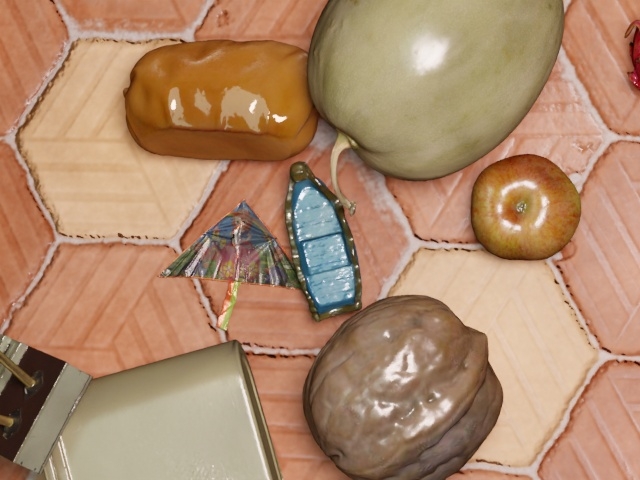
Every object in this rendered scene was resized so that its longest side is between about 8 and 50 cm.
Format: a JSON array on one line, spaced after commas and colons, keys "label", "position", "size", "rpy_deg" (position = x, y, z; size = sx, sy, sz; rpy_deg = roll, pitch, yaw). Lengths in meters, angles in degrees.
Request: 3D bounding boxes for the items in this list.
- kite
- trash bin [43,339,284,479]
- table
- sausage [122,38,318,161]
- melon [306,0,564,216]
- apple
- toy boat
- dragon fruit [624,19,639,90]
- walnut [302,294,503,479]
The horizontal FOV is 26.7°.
[{"label": "kite", "position": [-0.102, 0.029, 1.606], "size": [0.190, 0.010, 0.159], "rpy_deg": [4, 85, 10]}, {"label": "trash bin", "position": [-0.179, 0.254, 1.540], "size": [0.247, 0.121, 0.243], "rpy_deg": [-18, 81, 2]}, {"label": "table", "position": [-0.384, 0.157, 1.510], "size": [0.240, 0.111, 0.121], "rpy_deg": [12, 71, 48]}, {"label": "sausage", "position": [-0.116, -0.162, 1.575], "size": [0.241, 0.120, 0.136], "rpy_deg": [-1, 69, 9]}, {"label": "melon", "position": [0.123, -0.205, 1.477], "size": [0.272, 0.272, 0.308], "rpy_deg": [43, 63, 11]}, {"label": "apple", "position": [0.231, -0.038, 1.517], "size": [0.126, 0.102, 0.126], "rpy_deg": [-1, 84, 7]}, {"label": "toy boat", "position": [0.000, 0.000, 1.557], "size": [0.075, 0.077, 0.185], "rpy_deg": [-13, 80, 4]}, {"label": "dragon fruit", "position": [0.418, -0.230, 1.498], "size": [0.166, 0.133, 0.136], "rpy_deg": [-46, 120, -10]}, {"label": "walnut", "position": [0.090, 0.167, 1.471], "size": [0.224, 0.224, 0.224], "rpy_deg": [-1, 83, 8]}]
